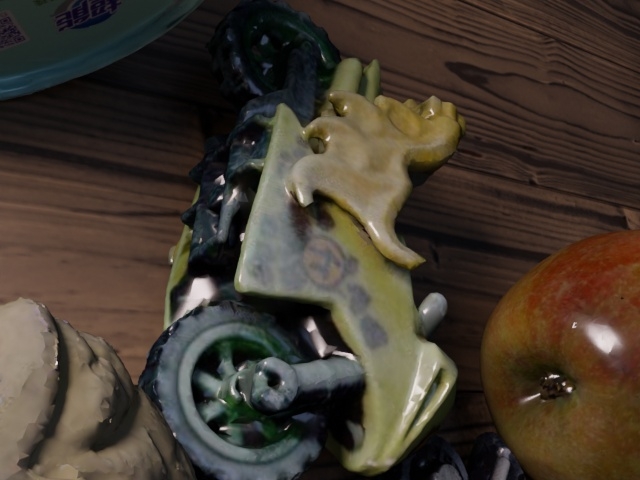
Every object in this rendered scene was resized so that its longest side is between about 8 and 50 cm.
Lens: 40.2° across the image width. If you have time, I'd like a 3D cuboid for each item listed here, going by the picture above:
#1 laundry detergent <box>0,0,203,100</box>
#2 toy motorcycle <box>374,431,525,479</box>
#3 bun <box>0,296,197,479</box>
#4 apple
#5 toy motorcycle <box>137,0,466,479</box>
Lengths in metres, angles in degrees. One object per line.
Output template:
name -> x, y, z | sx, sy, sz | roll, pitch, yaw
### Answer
laundry detergent -> -0.232, -0.283, 0.533 | 0.287, 0.287, 0.305 | -13, 77, -43
toy motorcycle -> 0.122, 0.293, 0.656 | 0.173, 0.108, 0.307 | 16, 56, -44
bun -> -0.171, 0.156, 0.383 | 0.282, 0.205, 0.281 | 10, 69, -29
apple -> 0.273, 0.115, 0.769 | 0.234, 0.257, 0.256 | -1, 68, -42
toy motorcycle -> 0.000, 0.000, 0.660 | 0.237, 0.169, 0.410 | 25, 53, -30
